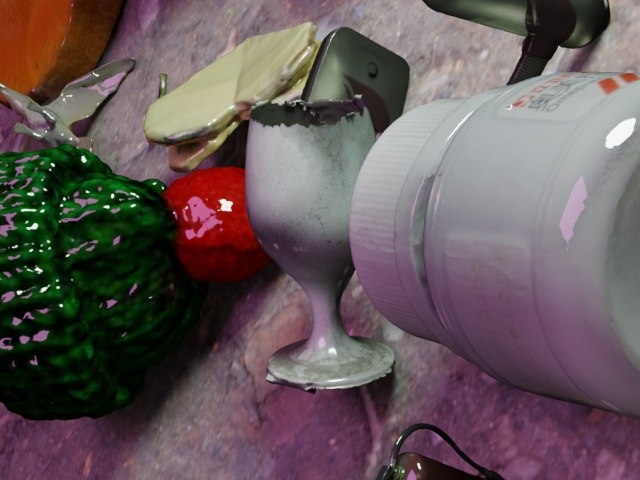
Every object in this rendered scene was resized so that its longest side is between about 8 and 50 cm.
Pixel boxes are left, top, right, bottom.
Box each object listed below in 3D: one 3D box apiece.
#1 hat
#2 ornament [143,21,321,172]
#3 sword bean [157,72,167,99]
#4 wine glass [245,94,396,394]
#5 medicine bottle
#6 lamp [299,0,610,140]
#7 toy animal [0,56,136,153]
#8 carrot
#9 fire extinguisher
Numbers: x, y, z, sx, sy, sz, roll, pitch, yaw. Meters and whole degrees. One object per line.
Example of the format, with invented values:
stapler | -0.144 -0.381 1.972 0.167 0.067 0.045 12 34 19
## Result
hat | -0.188 0.031 1.874 0.332 0.274 0.242 -12 48 16
ornament | -0.077 -0.160 1.938 0.201 0.059 0.180 -27 26 19
sword bean | -0.175 -0.142 2.092 0.012 0.012 0.083 -12 62 44
wine glass | 0.000 0.000 1.670 0.126 0.126 0.241 20 120 50
medicine bottle | 0.185 -0.004 1.450 0.306 0.245 0.245 8 78 56
lamp | 0.081 -0.153 1.669 0.283 0.203 0.124 -14 62 45
toy animal | -0.306 -0.137 2.138 0.219 0.155 0.095 -54 3 5
carrot | -0.333 -0.292 2.272 0.258 0.100 0.307 -30 54 39
fire extinguisher | 0.096 0.189 1.523 0.045 0.157 0.078 -4 69 46
